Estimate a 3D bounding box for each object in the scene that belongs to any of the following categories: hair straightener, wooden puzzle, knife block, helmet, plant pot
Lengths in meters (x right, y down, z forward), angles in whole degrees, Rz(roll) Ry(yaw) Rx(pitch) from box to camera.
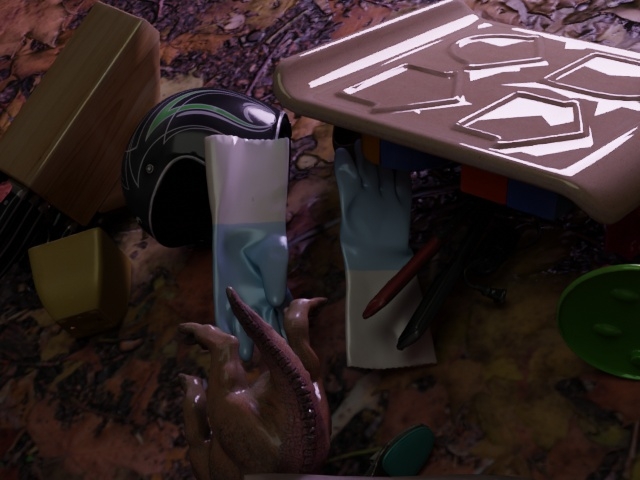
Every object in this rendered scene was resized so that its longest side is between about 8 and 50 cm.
[{"bbox_3d":[0.134,0.023,1.013,0.089,0.047,0.230,45,52,0],"label":"hair straightener"},{"bbox_3d":[0.181,-0.120,1.038,0.348,0.080,0.322,26,37,32],"label":"wooden puzzle"},{"bbox_3d":[-0.285,-0.091,1.163,0.088,0.275,0.242,27,36,37],"label":"knife block"},{"bbox_3d":[-0.118,-0.073,1.126,0.162,0.169,0.169,5,52,6],"label":"helmet"},{"bbox_3d":[-0.241,0.050,1.129,0.081,0.081,0.083,-17,58,8],"label":"plant pot"}]

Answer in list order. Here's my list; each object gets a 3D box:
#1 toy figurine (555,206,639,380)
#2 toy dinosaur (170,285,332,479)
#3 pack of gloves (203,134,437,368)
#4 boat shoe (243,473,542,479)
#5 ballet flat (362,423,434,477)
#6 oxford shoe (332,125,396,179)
[{"bbox_3d":[0.294,0.022,0.923,0.173,0.130,0.159,17,47,8],"label":"toy figurine"},{"bbox_3d":[-0.042,0.169,0.850,0.127,0.295,0.200,1,46,-16],"label":"toy dinosaur"},{"bbox_3d":[0.000,0.000,0.996,0.195,0.046,0.232,-1,66,-11],"label":"pack of gloves"},{"bbox_3d":[0.083,0.256,0.778,0.341,0.158,0.127,6,6,-11],"label":"boat shoe"},{"bbox_3d":[0.049,0.195,0.914,0.041,0.041,0.114,21,61,35],"label":"ballet flat"},{"bbox_3d":[0.063,-0.155,1.167,0.083,0.096,0.227,-6,48,20],"label":"oxford shoe"}]
